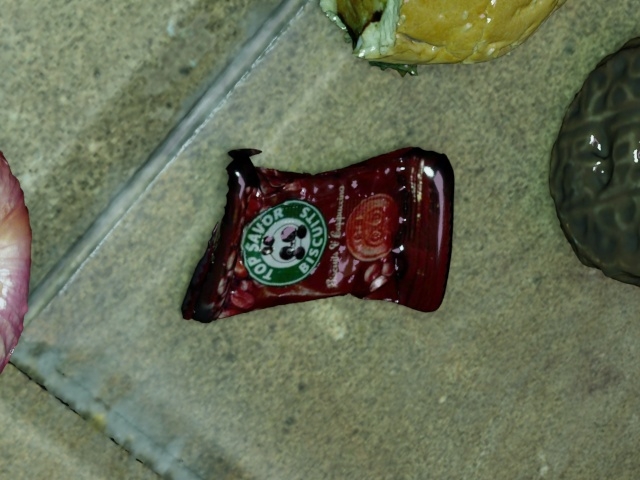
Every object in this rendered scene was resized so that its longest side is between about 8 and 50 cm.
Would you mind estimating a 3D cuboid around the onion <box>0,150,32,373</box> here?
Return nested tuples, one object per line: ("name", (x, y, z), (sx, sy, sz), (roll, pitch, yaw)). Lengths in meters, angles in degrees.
("onion", (-0.311, 0.022, 1.396), (0.230, 0.163, 0.230), (1, 90, -71))

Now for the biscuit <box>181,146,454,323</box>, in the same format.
("biscuit", (0.002, -0.006, 1.636), (0.235, 0.063, 0.151), (-4, 112, -29))

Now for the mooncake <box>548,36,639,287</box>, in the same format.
("mooncake", (0.302, -0.065, 1.712), (0.124, 0.228, 0.228), (5, 107, -34))

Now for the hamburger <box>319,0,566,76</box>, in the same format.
("hamburger", (0.122, -0.271, 1.559), (0.211, 0.132, 0.309), (-2, 110, -30))
